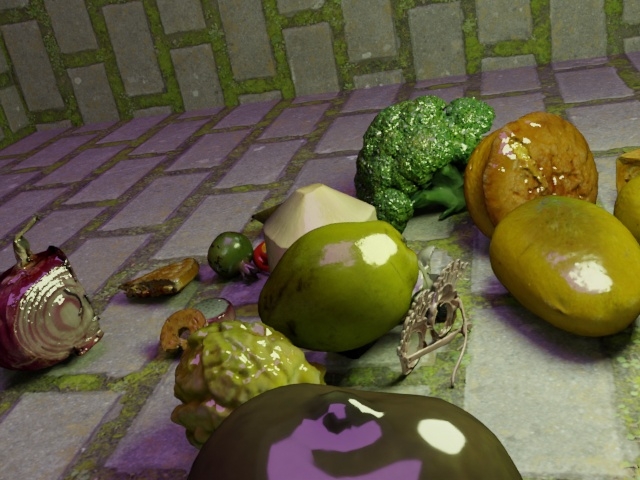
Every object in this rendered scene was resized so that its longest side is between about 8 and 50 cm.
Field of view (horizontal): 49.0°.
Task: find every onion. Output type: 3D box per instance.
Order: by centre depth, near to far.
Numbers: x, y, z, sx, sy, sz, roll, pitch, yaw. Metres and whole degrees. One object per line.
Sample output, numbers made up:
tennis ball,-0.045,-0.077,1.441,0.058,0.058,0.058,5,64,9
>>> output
onion,-0.597,0.150,1.444,0.230,0.272,0.256,-38,0,-26

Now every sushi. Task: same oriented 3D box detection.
sushi,0.111,0.116,1.282,0.273,0.109,0.134,-40,59,-19

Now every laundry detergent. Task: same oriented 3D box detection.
laundry detergent,-0.096,0.047,1.653,0.097,0.049,0.165,-31,30,-16

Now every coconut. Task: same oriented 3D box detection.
coconut,0.000,0.000,1.471,0.259,0.259,0.259,-10,24,4

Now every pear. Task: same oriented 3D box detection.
pear,0.029,0.075,1.127,0.269,0.212,0.212,-30,24,5

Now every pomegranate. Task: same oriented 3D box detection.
pomegranate,-0.198,0.043,1.650,0.142,0.114,0.114,38,49,27

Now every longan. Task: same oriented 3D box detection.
longan,0.035,0.302,0.703,0.361,0.361,0.361,-10,24,4

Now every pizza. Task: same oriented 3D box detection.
pizza,-0.380,0.104,1.646,0.198,0.062,0.188,-14,11,9

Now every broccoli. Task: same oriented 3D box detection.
broccoli,0.241,-0.197,1.756,0.321,0.310,0.413,30,80,45

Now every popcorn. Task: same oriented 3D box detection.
popcorn,-0.110,0.237,1.068,0.259,0.259,0.212,17,61,46

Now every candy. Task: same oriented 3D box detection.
candy,-0.229,0.159,1.473,0.103,0.043,0.103,-9,24,4

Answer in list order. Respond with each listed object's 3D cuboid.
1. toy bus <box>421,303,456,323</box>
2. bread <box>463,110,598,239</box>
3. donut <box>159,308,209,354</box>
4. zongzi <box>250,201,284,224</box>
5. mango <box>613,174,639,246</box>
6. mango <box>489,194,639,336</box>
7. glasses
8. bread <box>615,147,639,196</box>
toy bus,0.168,0.119,1.361,0.192,0.065,0.077,-4,18,16
bread,0.451,-0.123,1.516,0.312,0.312,0.172,-23,10,-23
donut,-0.263,0.185,1.396,0.108,0.043,0.097,6,63,23
zongzi,-0.076,-0.034,1.734,0.256,0.115,0.228,-4,25,11
mango,0.698,-0.026,1.349,0.195,0.142,0.332,-20,31,-2
mango,0.446,0.042,1.258,0.253,0.182,0.365,-9,24,2
glasses,0.207,0.137,1.187,0.095,0.162,0.255,10,32,33
bread,0.756,-0.135,1.556,0.143,0.149,0.158,-17,24,-19
